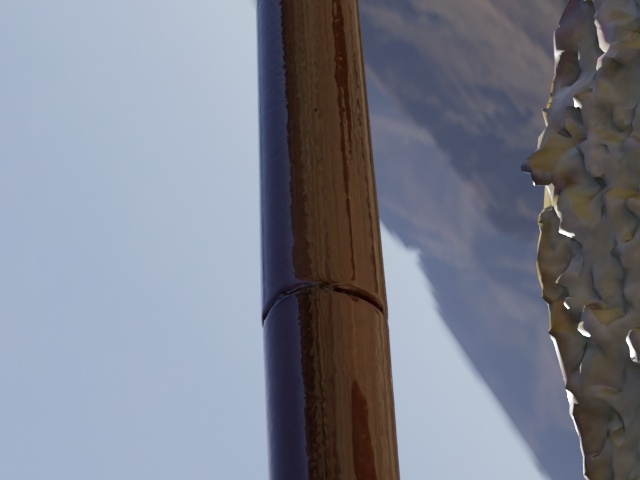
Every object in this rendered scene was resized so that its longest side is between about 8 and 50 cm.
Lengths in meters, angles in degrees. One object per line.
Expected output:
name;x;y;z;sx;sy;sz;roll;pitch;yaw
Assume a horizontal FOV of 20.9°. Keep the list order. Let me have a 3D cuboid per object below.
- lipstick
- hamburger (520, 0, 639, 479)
lipstick;0.000;0.000;0.773;0.057;0.057;0.357;49;-154;-41
hamburger;0.255;0.043;0.586;0.287;0.268;0.445;9;-126;-29
